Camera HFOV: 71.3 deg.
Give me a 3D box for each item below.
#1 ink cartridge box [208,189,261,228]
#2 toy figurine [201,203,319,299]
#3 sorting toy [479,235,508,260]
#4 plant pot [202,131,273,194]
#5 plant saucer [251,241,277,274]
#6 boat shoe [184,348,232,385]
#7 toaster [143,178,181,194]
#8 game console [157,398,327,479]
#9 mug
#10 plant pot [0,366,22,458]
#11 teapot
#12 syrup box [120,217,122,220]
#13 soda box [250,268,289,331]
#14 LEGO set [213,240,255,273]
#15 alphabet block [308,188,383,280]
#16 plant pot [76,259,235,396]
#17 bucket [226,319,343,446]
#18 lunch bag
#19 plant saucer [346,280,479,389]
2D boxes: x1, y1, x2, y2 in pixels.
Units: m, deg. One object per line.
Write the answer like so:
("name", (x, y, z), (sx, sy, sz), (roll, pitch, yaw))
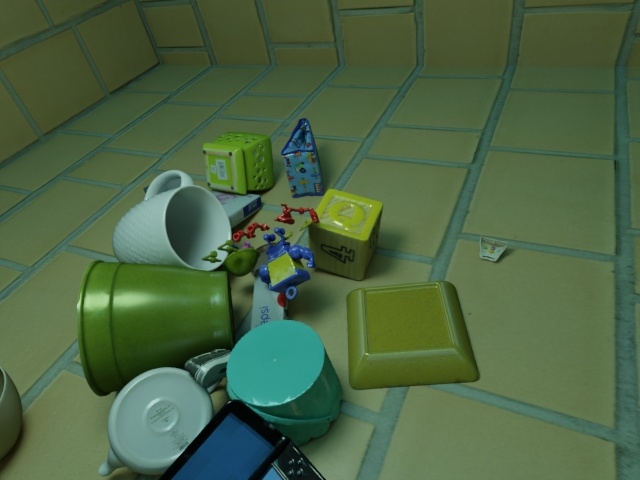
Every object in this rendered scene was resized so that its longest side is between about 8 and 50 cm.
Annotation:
("ink cartridge box", (-0.454, -0.115, 1.747), (0.331, 0.071, 0.324), (10, 30, 22))
("toy figurine", (-0.143, 0.078, 1.272), (0.363, 0.191, 0.217), (-30, 69, 23))
("sorting toy", (0.541, 0.032, 1.415), (0.083, 0.044, 0.075), (17, 56, 29))
("plant pot", (-0.347, -0.314, 1.841), (0.227, 0.228, 0.207), (13, 28, 27))
("plant saucer", (-0.171, 0.071, 1.556), (0.169, 0.029, 0.168), (-6, 42, 6))
("boat shoe", (-0.258, 0.309, 1.143), (0.070, 0.219, 0.077), (29, 94, 21))
("toaster", (-0.646, -0.200, 1.884), (0.186, 0.110, 0.168), (-33, 23, -25))
("game console", (-0.166, 0.523, 0.886), (0.293, 0.173, 0.250), (-48, 50, -11))
("mug", (-0.506, -0.056, 1.467), (0.328, 0.276, 0.373), (-12, 70, 31))
("plant pot", (-0.901, 0.484, 1.151), (0.285, 0.190, 0.284), (-8, 41, 7))
("teapot", (-0.382, 0.439, 1.091), (0.256, 0.187, 0.252), (10, 60, -14))
("syrup box", (-0.712, -0.002, 1.723), (0.093, 0.096, 0.236), (-20, 42, -5))
("soda box", (-0.148, 0.209, 1.348), (0.098, 0.091, 0.286), (-8, 41, 4))
("LEGO set", (-0.343, 0.058, 1.564), (0.087, 0.093, 0.227), (29, 56, 37))
("alphabet block", (0.080, -0.019, 1.443), (0.194, 0.197, 0.192), (15, 47, 13))
("plant pot", (-0.424, 0.221, 1.246), (0.354, 0.366, 0.366), (-5, 40, -9))
("bucket", (-0.092, 0.347, 1.108), (0.282, 0.183, 0.281), (-8, 40, 7))
("lunch bag", (-0.057, -0.355, 1.860), (0.138, 0.220, 0.293), (-4, 42, 10))
("plant saucer", (0.235, 0.233, 1.235), (0.333, 0.080, 0.332), (-6, 42, 7))
